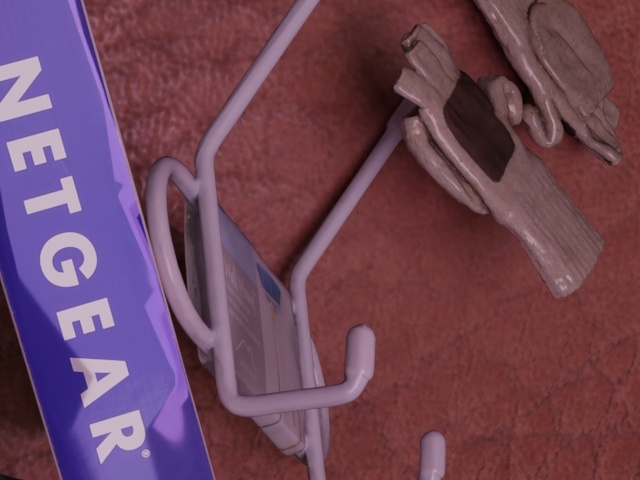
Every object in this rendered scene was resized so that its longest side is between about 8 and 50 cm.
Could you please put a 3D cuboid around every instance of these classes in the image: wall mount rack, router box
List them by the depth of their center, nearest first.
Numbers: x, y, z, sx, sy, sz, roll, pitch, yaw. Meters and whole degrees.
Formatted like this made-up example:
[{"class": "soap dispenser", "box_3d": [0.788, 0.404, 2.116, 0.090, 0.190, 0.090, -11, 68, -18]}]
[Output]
[{"class": "router box", "box_3d": [-0.154, -0.008, 1.089, 0.082, 0.301, 0.335, -16, 103, -9]}, {"class": "wall mount rack", "box_3d": [0.000, 0.000, 1.181, 0.131, 0.350, 0.304, -11, 64, 12]}]

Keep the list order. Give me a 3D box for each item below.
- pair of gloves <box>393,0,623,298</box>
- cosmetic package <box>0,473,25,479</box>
[{"class": "pair of gloves", "box_3d": [0.134, -0.093, 1.275, 0.204, 0.042, 0.240, 46, 41, -19]}, {"class": "cosmetic package", "box_3d": [-0.237, 0.245, 1.004, 0.138, 0.224, 0.224, 20, 90, -20]}]
